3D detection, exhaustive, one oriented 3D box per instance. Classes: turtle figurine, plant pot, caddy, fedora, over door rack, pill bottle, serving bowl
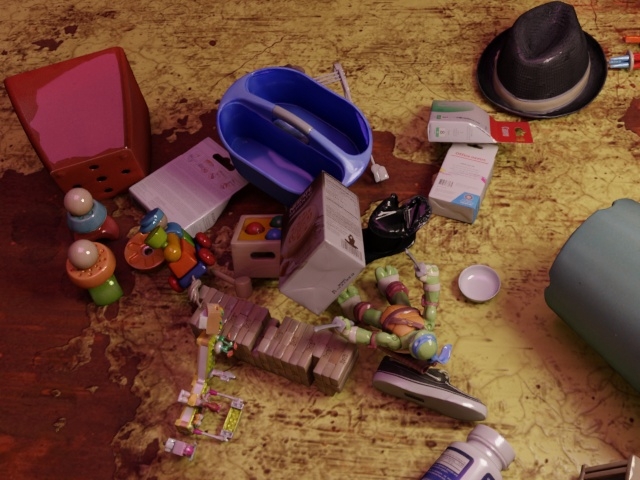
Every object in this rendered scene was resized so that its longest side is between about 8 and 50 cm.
[{"bbox_3d":[0.114,0.102,1.479,0.274,0.266,0.198,27,93,-20],"label":"turtle figurine"},{"bbox_3d":[0.598,0.116,1.404,0.341,0.341,0.334,-35,51,-16],"label":"plant pot"},{"bbox_3d":[-0.054,-0.215,1.685,0.341,0.179,0.241,33,74,12],"label":"caddy"},{"bbox_3d":[0.524,-0.444,1.881,0.333,0.153,0.334,-3,56,5],"label":"fedora"},{"bbox_3d":[-0.015,-0.228,1.841,0.239,0.108,0.324,-18,70,-5],"label":"over door rack"},{"bbox_3d":[0.241,0.407,1.360,0.112,0.112,0.186,36,66,27],"label":"pill bottle"},{"bbox_3d":[-0.518,-0.235,1.816,0.267,0.267,0.236,-18,67,-5],"label":"plant pot"},{"bbox_3d":[0.319,0.091,1.617,0.083,0.027,0.083,-3,55,5],"label":"serving bowl"}]

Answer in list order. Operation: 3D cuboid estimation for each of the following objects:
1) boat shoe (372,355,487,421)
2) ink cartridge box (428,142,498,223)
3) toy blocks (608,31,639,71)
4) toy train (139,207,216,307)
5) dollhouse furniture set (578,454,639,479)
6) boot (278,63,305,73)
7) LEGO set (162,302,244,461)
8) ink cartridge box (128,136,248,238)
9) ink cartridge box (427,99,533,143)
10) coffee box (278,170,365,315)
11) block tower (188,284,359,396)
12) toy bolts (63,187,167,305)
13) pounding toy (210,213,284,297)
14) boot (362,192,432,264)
[{"bbox_3d":[0.206,0.267,1.481,0.219,0.078,0.070,17,61,20],"label":"boat shoe"},{"bbox_3d":[0.312,-0.134,1.749,0.104,0.062,0.181,17,60,18],"label":"ink cartridge box"},{"bbox_3d":[0.757,-0.456,1.920,0.148,0.054,0.123,-4,56,5],"label":"toy blocks"},{"bbox_3d":[-0.291,0.029,1.603,0.105,0.143,0.248,-42,25,6],"label":"toy train"},{"bbox_3d":[0.527,0.456,1.308,0.183,0.129,0.129,29,60,-10],"label":"dollhouse furniture set"},{"bbox_3d":[-0.070,-0.396,1.989,0.118,0.042,0.087,36,65,26],"label":"boot"},{"bbox_3d":[-0.193,0.268,1.497,0.107,0.132,0.287,14,81,10],"label":"LEGO set"},{"bbox_3d":[-0.285,-0.113,1.821,0.232,0.066,0.189,-36,58,-26],"label":"ink cartridge box"},{"bbox_3d":[0.355,-0.265,1.791,0.224,0.056,0.181,1,24,10],"label":"ink cartridge box"},{"bbox_3d":[0.000,0.000,1.506,0.141,0.098,0.247,-47,23,25],"label":"coffee box"},{"bbox_3d":[-0.097,0.196,1.559,0.335,0.091,0.097,19,60,20],"label":"block tower"},{"bbox_3d":[-0.452,-0.016,1.705,0.218,0.159,0.229,-28,57,-12],"label":"toy bolts"},{"bbox_3d":[-0.139,0.024,1.629,0.180,0.094,0.206,-1,28,7],"label":"pounding toy"},{"bbox_3d":[0.091,-0.008,1.597,0.246,0.207,0.094,-18,75,-7],"label":"boot"}]
